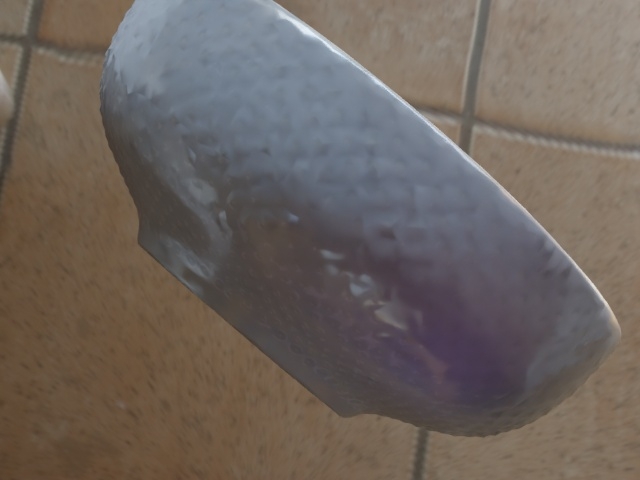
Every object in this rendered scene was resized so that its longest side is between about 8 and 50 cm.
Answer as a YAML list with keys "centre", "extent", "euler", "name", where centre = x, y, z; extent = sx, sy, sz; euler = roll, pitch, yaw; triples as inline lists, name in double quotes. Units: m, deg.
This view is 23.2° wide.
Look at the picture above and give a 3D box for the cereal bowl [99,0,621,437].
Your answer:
- centre: [0.000, 0.000, 0.898]
  extent: [0.339, 0.339, 0.141]
  euler: [39, 86, 5]
  name: "cereal bowl"
